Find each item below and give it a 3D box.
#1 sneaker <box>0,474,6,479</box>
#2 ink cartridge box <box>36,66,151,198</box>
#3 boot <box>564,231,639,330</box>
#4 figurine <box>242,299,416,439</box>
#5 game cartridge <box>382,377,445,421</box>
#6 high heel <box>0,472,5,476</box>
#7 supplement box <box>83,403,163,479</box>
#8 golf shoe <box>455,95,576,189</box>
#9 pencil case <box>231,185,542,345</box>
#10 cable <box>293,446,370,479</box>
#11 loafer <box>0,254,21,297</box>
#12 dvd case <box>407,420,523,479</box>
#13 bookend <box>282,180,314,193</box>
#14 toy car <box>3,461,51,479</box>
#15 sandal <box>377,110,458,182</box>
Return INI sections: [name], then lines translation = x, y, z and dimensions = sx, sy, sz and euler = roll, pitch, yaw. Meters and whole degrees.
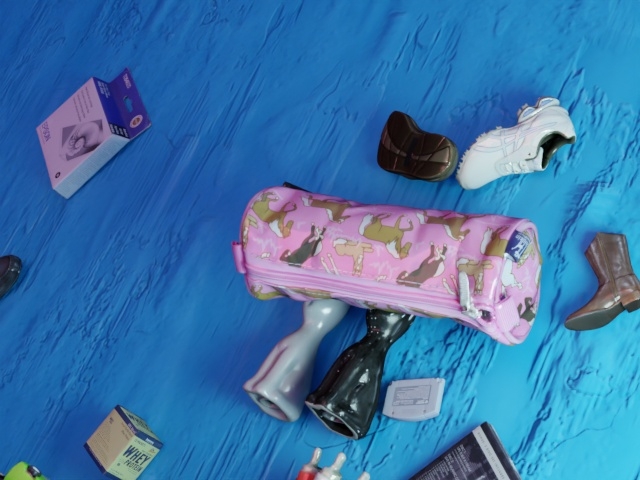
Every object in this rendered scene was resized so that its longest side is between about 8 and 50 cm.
[sneaker]
translation = -0.492, 0.410, 1.885
dimensions = 0.235, 0.084, 0.097
euler = 10, 78, 22
[ink cartridge box]
translation = -0.443, -0.220, 2.384
dimensions = 0.224, 0.045, 0.223
euler = -40, 41, 10
[boot]
translation = 0.334, 0.047, 1.501
dimensions = 0.106, 0.037, 0.114
euler = -21, 50, 11
[figurine]
translation = 0.020, 0.148, 1.672
dimensions = 0.215, 0.092, 0.209
euler = 5, 55, 48
[game cartridge]
translation = 0.120, 0.205, 1.587
dimensions = 0.083, 0.017, 0.056
euler = -9, 51, 37
[high heel]
translation = -0.618, 0.537, 1.945
dimensions = 0.127, 0.181, 0.377
euler = 31, 58, 18
[supplement box]
translation = -0.294, 0.306, 1.844
dimensions = 0.083, 0.056, 0.083
euler = -51, 41, -1
[golf shoe]
translation = 0.264, -0.117, 1.669
dimensions = 0.176, 0.069, 0.086
euler = -39, 48, 13
[pencil case]
translation = 0.084, 0.026, 1.567
dimensions = 0.386, 0.167, 0.160
euler = 9, 78, 25
[cable]
translation = -0.041, 0.394, 1.543
dimensions = 0.139, 0.072, 0.287
euler = 16, 72, 52
[loafer]
translation = -0.653, 0.086, 2.311
dimensions = 0.223, 0.078, 0.076
euler = -28, 45, 23
[dvd case]
translation = 0.146, 0.338, 1.461
dimensions = 0.221, 0.018, 0.164
euler = -40, 40, 12
[bookend]
translation = 0.000, 0.000, 1.791
dimensions = 0.157, 0.156, 0.072
euler = 23, 71, 2
[toy car]
translation = -0.370, 0.406, 1.792
dimensions = 0.225, 0.053, 0.239
euler = 38, 88, 24
[sandal]
translation = 0.145, -0.128, 1.777
dimensions = 0.219, 0.060, 0.090
euler = 27, 96, 61
